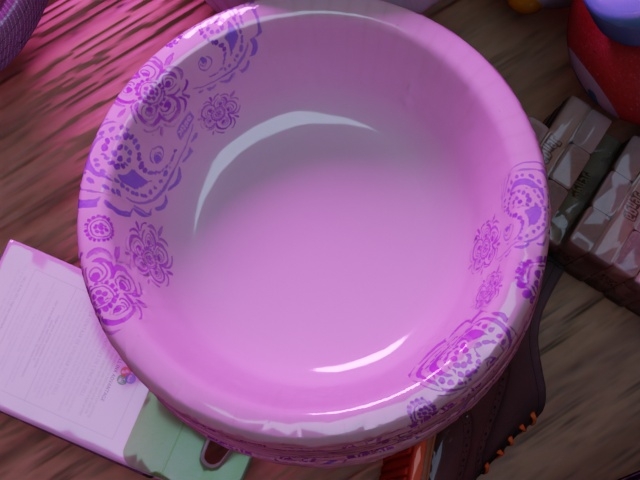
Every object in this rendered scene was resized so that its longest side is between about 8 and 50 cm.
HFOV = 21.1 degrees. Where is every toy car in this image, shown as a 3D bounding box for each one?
[{"bbox_3d":[0.179,-0.192,1.191,0.238,0.219,0.210,14,75,28],"label":"toy car"}]

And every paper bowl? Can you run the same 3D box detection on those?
[{"bbox_3d":[0.000,0.000,1.080,0.284,0.148,0.284,-2,73,5],"label":"paper bowl"}]

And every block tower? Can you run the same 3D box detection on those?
[{"bbox_3d":[0.269,0.024,1.191,0.335,0.097,0.091,33,81,0],"label":"block tower"}]

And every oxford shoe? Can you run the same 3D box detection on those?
[{"bbox_3d":[0.103,0.125,1.165,0.098,0.097,0.271,15,81,-9],"label":"oxford shoe"}]

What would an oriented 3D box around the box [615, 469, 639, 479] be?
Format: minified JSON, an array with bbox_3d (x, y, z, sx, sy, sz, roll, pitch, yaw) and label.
[{"bbox_3d":[0.369,0.247,1.081,0.395,0.097,0.318,-28,81,19],"label":"box"}]

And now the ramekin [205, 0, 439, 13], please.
[{"bbox_3d":[0.000,-0.265,1.147,0.277,0.135,0.277,-9,61,17],"label":"ramekin"}]

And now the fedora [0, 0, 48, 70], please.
[{"bbox_3d":[-0.307,-0.218,1.169,0.275,0.124,0.243,38,83,-6],"label":"fedora"}]

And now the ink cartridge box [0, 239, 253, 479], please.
[{"bbox_3d":[-0.136,0.092,1.166,0.209,0.062,0.109,24,80,-1],"label":"ink cartridge box"}]
